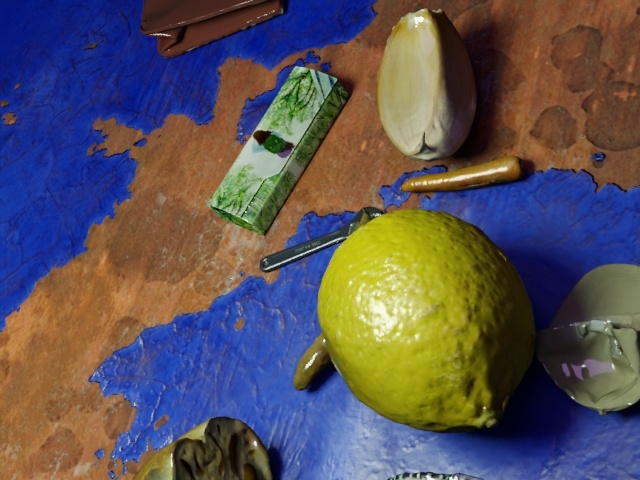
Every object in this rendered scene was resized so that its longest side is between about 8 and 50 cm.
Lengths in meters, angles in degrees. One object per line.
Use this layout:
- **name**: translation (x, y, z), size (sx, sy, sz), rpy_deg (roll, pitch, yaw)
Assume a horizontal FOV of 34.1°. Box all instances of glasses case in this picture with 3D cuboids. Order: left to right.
- **glasses case**: translation (-0.066, -0.145, 1.644), size (0.095, 0.062, 0.272), rpy_deg (20, 74, 37)

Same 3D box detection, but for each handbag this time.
- **handbag**: translation (-0.193, -0.479, 1.912), size (0.276, 0.084, 0.260), rpy_deg (-14, 53, 21)

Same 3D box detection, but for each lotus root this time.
- **lotus root**: translation (-0.178, 0.335, 1.347), size (0.180, 0.188, 0.199), rpy_deg (-21, 54, 34)

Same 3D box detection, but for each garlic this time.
- **garlic**: translation (0.151, -0.209, 1.497), size (0.146, 0.164, 0.244), rpy_deg (-4, 64, 8)

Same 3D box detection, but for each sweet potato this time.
- **sweet potato**: translation (0.036, 0.088, 1.439), size (0.075, 0.075, 0.269), rpy_deg (16, 79, 36)

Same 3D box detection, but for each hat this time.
- **hat**: translation (0.368, 0.112, 1.249), size (0.173, 0.144, 0.166), rpy_deg (-20, 9, -31)

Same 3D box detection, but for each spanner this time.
- **spanner**: translation (0.000, 0.000, 1.551), size (0.209, 0.012, 0.046), rpy_deg (-23, 53, 17)

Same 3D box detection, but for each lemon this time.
- **lemon**: translation (0.129, 0.099, 1.264), size (0.253, 0.253, 0.310), rpy_deg (-37, 51, 5)

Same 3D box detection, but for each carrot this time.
- **carrot**: translation (0.197, -0.088, 1.477), size (0.190, 0.037, 0.037), rpy_deg (-9, 58, 27)

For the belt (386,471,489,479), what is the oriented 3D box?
- **belt**: translation (0.194, 0.358, 1.103), size (0.295, 0.206, 0.160), rpy_deg (9, 62, 17)
